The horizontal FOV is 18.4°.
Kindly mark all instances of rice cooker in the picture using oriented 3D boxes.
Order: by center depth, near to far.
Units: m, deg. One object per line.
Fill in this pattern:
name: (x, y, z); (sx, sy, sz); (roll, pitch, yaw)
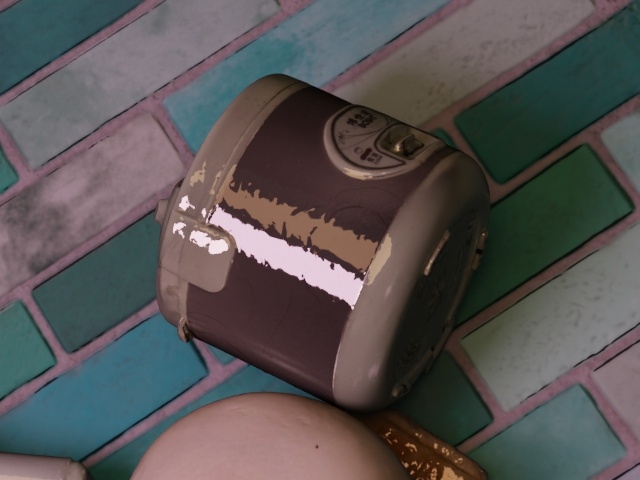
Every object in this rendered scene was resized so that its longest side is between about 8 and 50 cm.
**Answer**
rice cooker: (-0.002, -0.002, 1.877); (0.277, 0.288, 0.288); (26, 79, 17)

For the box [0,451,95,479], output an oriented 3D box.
box: (-0.314, 0.345, 1.888); (0.182, 0.175, 0.311); (2, 72, 3)

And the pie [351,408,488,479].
pie: (0.063, 0.259, 1.899); (0.195, 0.046, 0.195); (-3, 70, 9)

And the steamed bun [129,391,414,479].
steamed bun: (-0.053, 0.297, 1.785); (0.324, 0.206, 0.324); (-5, 80, 29)
